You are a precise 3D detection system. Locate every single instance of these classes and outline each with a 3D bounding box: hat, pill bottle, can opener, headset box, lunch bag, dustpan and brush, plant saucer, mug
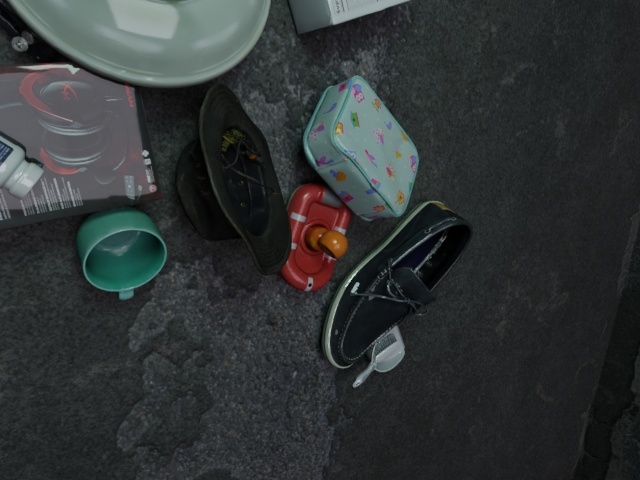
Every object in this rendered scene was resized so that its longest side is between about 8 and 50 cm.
[{"bbox_3d":[-0.170,-0.089,0.777,0.134,0.331,0.331,-15,117,12],"label":"hat"},{"bbox_3d":[-0.419,-0.104,0.552,0.120,0.067,0.067,38,82,-33],"label":"pill bottle"},{"bbox_3d":[-0.447,-0.332,0.619,0.059,0.073,0.186,-31,124,24],"label":"can opener"},{"bbox_3d":[-0.412,-0.143,0.654,0.293,0.110,0.218,-15,111,-28],"label":"headset box"},{"bbox_3d":[0.095,-0.187,0.935,0.279,0.108,0.224,42,52,-37],"label":"lunch bag"},{"bbox_3d":[0.153,0.311,1.178,0.211,0.060,0.147,-33,119,-21],"label":"dustpan and brush"},{"bbox_3d":[-0.244,-0.424,0.615,0.401,0.101,0.400,2,85,-27],"label":"plant saucer"},{"bbox_3d":[-0.345,0.015,0.745,0.157,0.097,0.129,-49,142,11],"label":"mug"}]

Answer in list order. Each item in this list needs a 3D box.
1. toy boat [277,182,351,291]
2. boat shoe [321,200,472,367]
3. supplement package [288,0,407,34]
[{"bbox_3d":[0.000,0.000,0.934,0.151,0.151,0.231,15,96,-34],"label":"toy boat"},{"bbox_3d":[0.189,0.110,1.088,0.500,0.156,0.187,-49,125,-10],"label":"boat shoe"},{"bbox_3d":[0.067,-0.499,0.838,0.244,0.134,0.139,-29,118,-23],"label":"supplement package"}]
